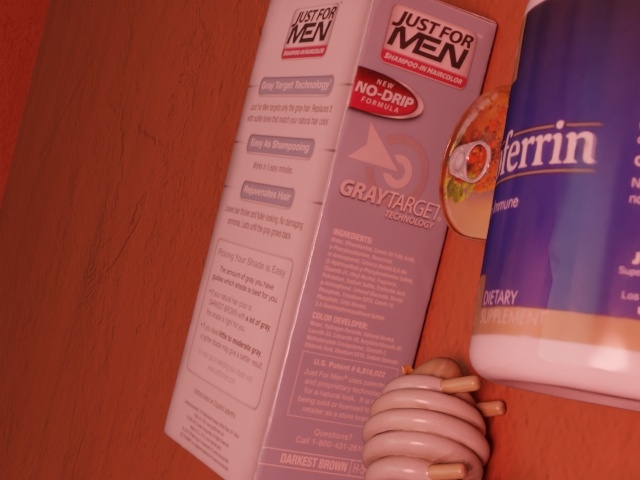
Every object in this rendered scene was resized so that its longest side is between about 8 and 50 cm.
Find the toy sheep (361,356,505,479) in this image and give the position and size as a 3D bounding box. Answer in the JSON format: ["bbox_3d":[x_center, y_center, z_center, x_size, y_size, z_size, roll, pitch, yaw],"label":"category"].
[{"bbox_3d":[0.068,0.133,0.724,0.091,0.091,0.132,-37,28,50],"label":"toy sheep"}]

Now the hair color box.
[{"bbox_3d":[0.000,0.000,0.879,0.185,0.114,0.374,14,90,62],"label":"hair color box"}]

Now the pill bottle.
[{"bbox_3d":[0.167,-0.051,0.554,0.153,0.153,0.264,-5,72,61],"label":"pill bottle"}]

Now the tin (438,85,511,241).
[{"bbox_3d":[0.142,-0.044,0.721,0.190,0.040,0.106,14,86,62],"label":"tin"}]
